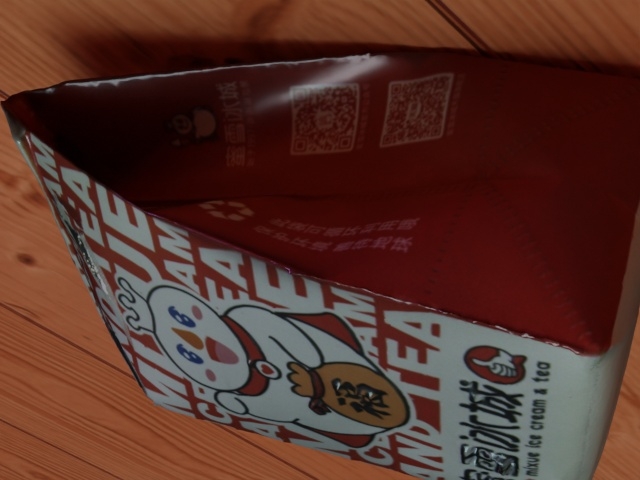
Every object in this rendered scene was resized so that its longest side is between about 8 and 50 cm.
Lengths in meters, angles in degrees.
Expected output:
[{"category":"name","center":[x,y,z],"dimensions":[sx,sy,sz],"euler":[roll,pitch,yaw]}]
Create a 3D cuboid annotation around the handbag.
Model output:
[{"category":"handbag","center":[0.000,0.000,0.532],"dimensions":[0.298,0.151,0.171],"euler":[14,147,17]}]
